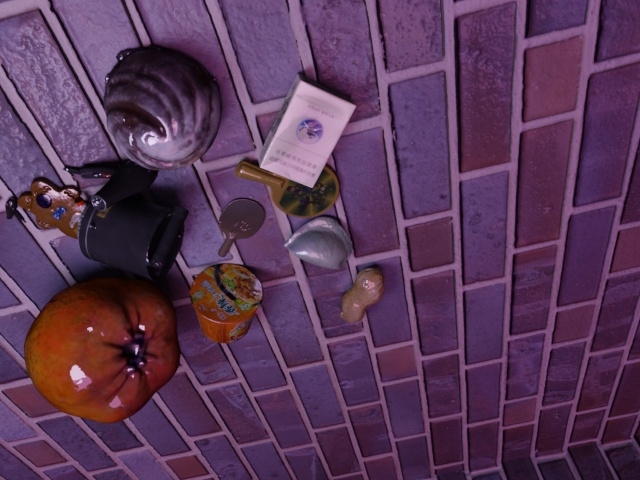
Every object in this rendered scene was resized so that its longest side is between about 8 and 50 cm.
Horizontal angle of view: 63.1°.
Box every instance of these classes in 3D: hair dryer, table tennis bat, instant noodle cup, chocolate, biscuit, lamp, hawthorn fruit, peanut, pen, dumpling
[{"bbox_3d":[-0.863,-0.070,1.479,0.083,0.031,0.079,46,131,12],"label":"hair dryer"},{"bbox_3d":[-0.262,-0.037,1.619,0.131,0.022,0.234,21,122,-24],"label":"table tennis bat"},{"bbox_3d":[-0.586,-0.159,1.384,0.272,0.235,0.091,6,126,21],"label":"hair dryer"},{"bbox_3d":[-0.308,0.219,1.709,0.230,0.230,0.182,3,138,-10],"label":"instant noodle cup"},{"bbox_3d":[-0.391,-0.287,1.264,0.303,0.213,0.303,-5,131,-6],"label":"chocolate"},{"bbox_3d":[-0.093,-0.165,1.518,0.321,0.050,0.198,16,124,-24],"label":"table tennis bat"},{"bbox_3d":[-0.737,-0.083,1.506,0.180,0.039,0.236,-40,126,23],"label":"biscuit"},{"bbox_3d":[-0.523,-0.019,1.432,0.272,0.205,0.374,21,164,-10],"label":"lamp"},{"bbox_3d":[-0.673,0.311,1.610,0.472,0.471,0.471,-4,130,-4],"label":"hawthorn fruit"},{"bbox_3d":[0.143,0.197,1.816,0.117,0.101,0.263,30,123,-5],"label":"peanut"},{"bbox_3d":[-0.652,-0.039,1.522,0.026,0.026,0.218,-12,135,3],"label":"pen"},{"bbox_3d":[-0.003,0.007,1.650,0.217,0.149,0.105,13,166,-10],"label":"dumpling"}]

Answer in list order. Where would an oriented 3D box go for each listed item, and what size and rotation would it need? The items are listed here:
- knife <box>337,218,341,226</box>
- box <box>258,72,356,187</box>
[{"bbox_3d":[0.057,-0.002,1.695,0.023,0.010,0.170,-2,129,-5],"label":"knife"},{"bbox_3d":[-0.040,-0.285,1.381,0.164,0.069,0.256,19,116,-22],"label":"box"}]
